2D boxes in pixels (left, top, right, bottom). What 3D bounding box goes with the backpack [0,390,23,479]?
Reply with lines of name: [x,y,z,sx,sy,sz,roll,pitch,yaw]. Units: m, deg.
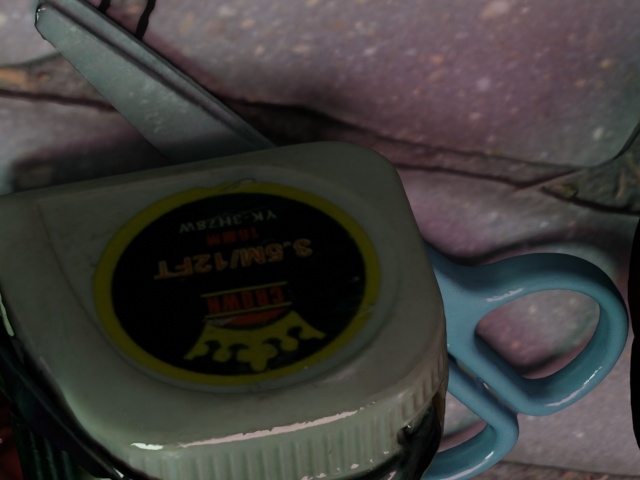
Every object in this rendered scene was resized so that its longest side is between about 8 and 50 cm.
backpack: [-0.145,0.157,1.012,0.229,0.139,0.229,-38,148,-30]

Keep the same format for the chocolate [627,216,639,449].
chocolate: [0.325,0.059,1.005,0.331,0.383,0.383,7,127,-22]

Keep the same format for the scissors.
scissors: [0.000,0.000,1.024,0.193,0.029,0.447,-37,132,14]

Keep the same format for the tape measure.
tape measure: [-0.061,0.061,0.908,0.235,0.207,0.115,-10,137,-6]
